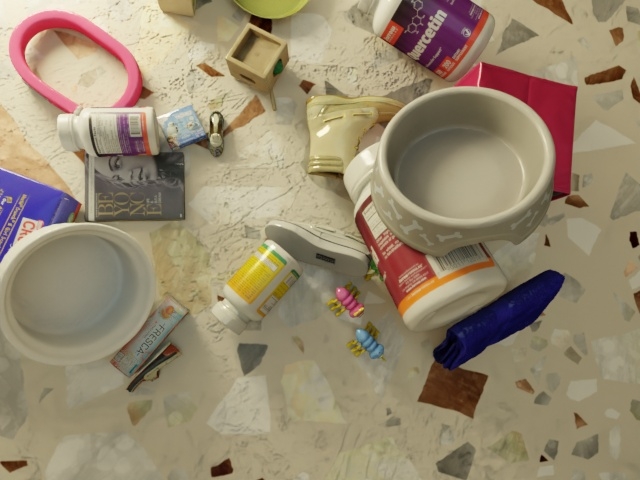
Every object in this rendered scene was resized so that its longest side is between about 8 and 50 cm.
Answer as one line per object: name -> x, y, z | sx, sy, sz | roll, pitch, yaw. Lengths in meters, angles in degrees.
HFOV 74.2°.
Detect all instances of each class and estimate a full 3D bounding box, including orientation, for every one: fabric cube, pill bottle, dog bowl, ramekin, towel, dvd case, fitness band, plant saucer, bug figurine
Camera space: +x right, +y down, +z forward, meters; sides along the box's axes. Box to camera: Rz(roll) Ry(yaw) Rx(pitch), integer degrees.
fabric cube -> 0.427, -0.231, 1.042 | 0.258, 0.254, 0.259 | 10, 82, -8
pill bottle -> 0.262, -0.561, 1.077 | 0.322, 0.181, 0.182 | 29, 81, -6
dog bowl -> 0.264, -0.142, 0.801 | 0.347, 0.102, 0.350 | -5, 66, 10
ramekin -> -0.492, 0.095, 0.850 | 0.277, 0.135, 0.278 | -12, 107, -43
towel -> 0.427, 0.200, 1.019 | 0.308, 0.228, 0.076 | -27, 63, -12
dvd case -> -0.435, -0.128, 0.996 | 0.220, 0.018, 0.165 | -2, 85, -10
pill bottle -> -0.467, -0.242, 0.946 | 0.193, 0.108, 0.108 | -5, 86, -14
fitness band -> -0.562, -0.404, 0.981 | 0.290, 0.054, 0.209 | 35, 80, -7
plant saucer -> -0.134, -0.676, 1.090 | 0.240, 0.037, 0.241 | 1, 85, -11
bug figurine -> 0.149, 0.151, 1.049 | 0.216, 0.072, 0.279 | 44, 80, -4
pill bottle -> 0.208, -0.021, 0.939 | 0.223, 0.224, 0.393 | -17, 62, -11
pill bottle -> -0.148, 0.110, 0.976 | 0.117, 0.117, 0.208 | 42, 80, -4

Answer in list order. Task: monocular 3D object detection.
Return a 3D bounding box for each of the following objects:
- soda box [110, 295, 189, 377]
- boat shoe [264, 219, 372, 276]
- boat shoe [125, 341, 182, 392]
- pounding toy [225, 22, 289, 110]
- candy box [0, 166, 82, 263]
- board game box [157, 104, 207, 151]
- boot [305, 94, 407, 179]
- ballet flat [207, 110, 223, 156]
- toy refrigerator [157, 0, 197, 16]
soda box -> -0.380, 0.213, 0.952 | 0.058, 0.063, 0.183 | 41, 80, -5
boat shoe -> 0.000, 0.000, 1.023 | 0.267, 0.096, 0.088 | 17, 46, 11
boat shoe -> -0.377, 0.292, 0.956 | 0.043, 0.049, 0.137 | 46, 74, -6
pounding toy -> -0.144, -0.424, 1.046 | 0.141, 0.100, 0.130 | 29, 80, 4
candy box -> -0.722, -0.027, 0.884 | 0.316, 0.122, 0.269 | 22, 80, -7
board game box -> -0.334, -0.271, 1.019 | 0.090, 0.020, 0.090 | -26, 79, -12
boot -> 0.094, -0.253, 1.063 | 0.261, 0.095, 0.204 | 0, 84, -8
ballet flat -> -0.255, -0.262, 1.030 | 0.041, 0.041, 0.115 | 0, 85, -10
toy refrigerator -> -0.329, -0.701, 1.025 | 0.094, 0.102, 0.270 | 7, 83, -9
